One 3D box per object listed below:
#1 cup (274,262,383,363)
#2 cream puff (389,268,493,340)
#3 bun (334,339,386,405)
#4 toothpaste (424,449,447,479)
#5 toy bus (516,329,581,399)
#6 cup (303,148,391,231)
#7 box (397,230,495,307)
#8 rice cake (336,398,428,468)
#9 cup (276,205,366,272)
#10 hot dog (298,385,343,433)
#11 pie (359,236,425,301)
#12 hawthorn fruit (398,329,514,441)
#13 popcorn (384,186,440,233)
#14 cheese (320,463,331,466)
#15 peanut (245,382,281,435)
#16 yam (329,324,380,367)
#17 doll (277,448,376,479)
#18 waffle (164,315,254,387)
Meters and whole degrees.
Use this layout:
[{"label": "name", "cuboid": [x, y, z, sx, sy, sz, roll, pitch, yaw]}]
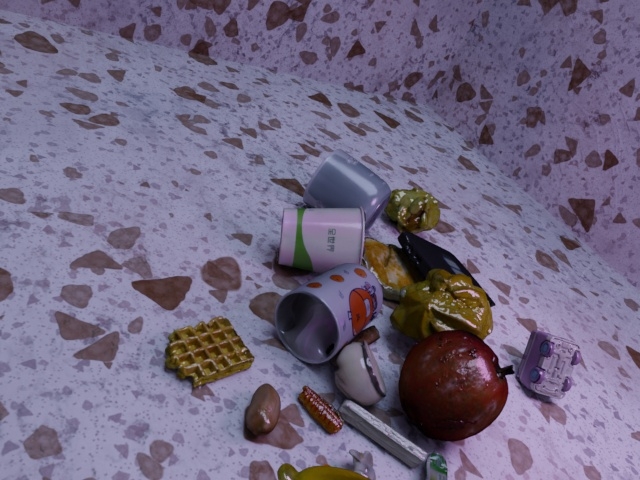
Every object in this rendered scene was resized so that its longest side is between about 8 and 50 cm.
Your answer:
[{"label": "cup", "cuboid": [0.041, 0.194, 1.600, 0.212, 0.212, 0.317, 38, 32, 17]}, {"label": "cream puff", "cuboid": [0.406, 0.222, 1.723, 0.323, 0.274, 0.270, 25, -12, 5]}, {"label": "bun", "cuboid": [0.099, 0.364, 1.471, 0.173, 0.120, 0.173, -24, 90, -81]}, {"label": "toothpaste", "cuboid": [0.278, 0.581, 1.315, 0.078, 0.047, 0.248, 38, 15, 4]}, {"label": "toy bus", "cuboid": [0.765, 0.416, 1.840, 0.142, 0.202, 0.142, 19, 0, -14]}, {"label": "cup", "cuboid": [0.124, -0.174, 2.209, 0.274, 0.259, 0.357, 36, 1, 13]}, {"label": "box", "cuboid": [0.476, 0.123, 2.079, 0.359, 0.091, 0.350, 23, 25, -41]}, {"label": "rice cake", "cuboid": [0.159, 0.494, 1.402, 0.256, 0.052, 0.057, 33, 1, 9]}, {"label": "cup", "cuboid": [0.000, 0.000, 1.808, 0.274, 0.253, 0.253, 5, 35, -7]}, {"label": "hot dog", "cuboid": [0.001, 0.428, 1.388, 0.144, 0.038, 0.062, 42, 34, 23]}, {"label": "pie", "cuboid": [0.253, 0.103, 2.025, 0.339, 0.077, 0.339, 26, 30, -16]}, {"label": "hawthorn fruit", "cuboid": [0.354, 0.386, 1.492, 0.316, 0.316, 0.316, 19, 32, -13]}, {"label": "popcorn", "cuboid": [0.399, -0.132, 2.380, 0.256, 0.195, 0.255, 27, 21, -2]}, {"label": "cheese", "cuboid": [0.035, 0.559, 1.242, 0.047, 0.017, 0.111, -5, 43, -45]}, {"label": "peanut", "cuboid": [-0.132, 0.400, 1.297, 0.076, 0.076, 0.152, 24, 26, -5]}, {"label": "yam", "cuboid": [0.107, 0.312, 1.624, 0.057, 0.057, 0.241, 40, 33, 21]}, {"label": "doll", "cuboid": [0.122, 0.594, 1.127, 0.423, 0.161, 0.348, 45, 18, 22]}, {"label": "waffle", "cuboid": [-0.294, 0.278, 1.371, 0.211, 0.055, 0.160, -9, 47, -43]}]
